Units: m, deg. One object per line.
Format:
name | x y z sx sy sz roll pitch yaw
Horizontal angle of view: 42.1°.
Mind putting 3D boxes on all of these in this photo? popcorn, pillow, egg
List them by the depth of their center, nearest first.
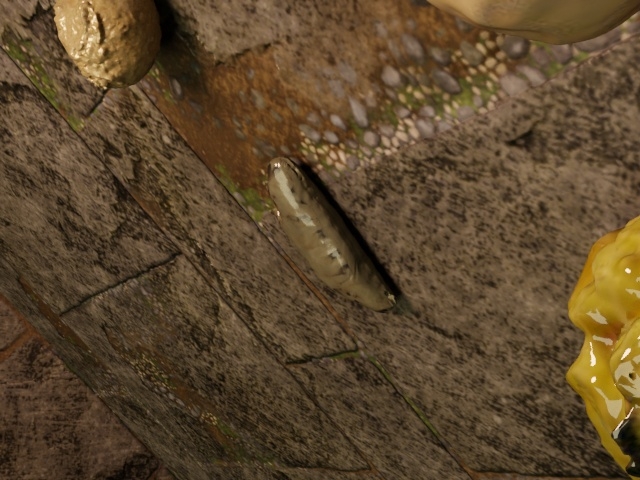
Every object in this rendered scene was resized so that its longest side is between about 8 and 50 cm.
popcorn | 0.327 0.093 0.616 0.286 0.215 0.252 45 125 -2
egg | -0.236 -0.239 0.928 0.118 0.116 0.140 4 102 62
pillow | 0.000 0.001 1.013 0.241 0.051 0.093 51 148 -18

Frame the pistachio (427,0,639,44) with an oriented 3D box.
pistachio | 0.110 -0.268 0.443 0.226 0.208 0.332 -16 108 5
